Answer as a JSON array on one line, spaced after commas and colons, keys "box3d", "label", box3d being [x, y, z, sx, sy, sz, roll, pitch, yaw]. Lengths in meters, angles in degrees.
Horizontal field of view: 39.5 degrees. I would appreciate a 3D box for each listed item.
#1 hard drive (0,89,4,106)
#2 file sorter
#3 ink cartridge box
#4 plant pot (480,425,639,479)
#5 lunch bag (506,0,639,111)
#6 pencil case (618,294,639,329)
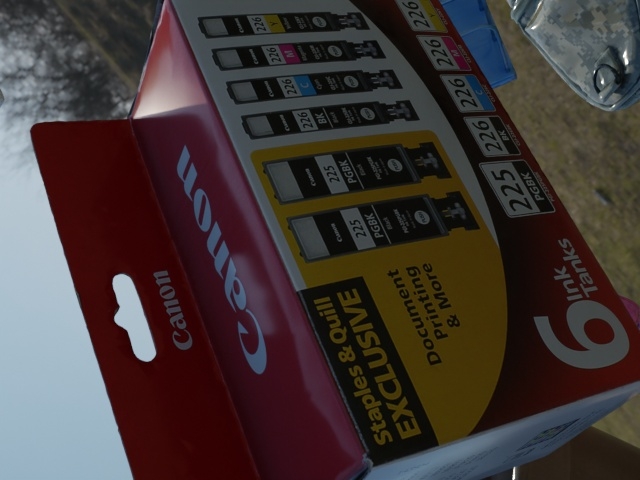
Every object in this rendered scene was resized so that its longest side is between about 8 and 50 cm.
[{"box3d": [-0.648, -0.275, 1.235, 0.353, 0.047, 0.233, -7, -125, -55], "label": "hard drive"}, {"box3d": [0.102, -0.228, 0.873, 0.104, 0.118, 0.170, 46, -155, -62], "label": "file sorter"}, {"box3d": [0.000, 0.000, 0.535, 0.309, 0.271, 0.130, 65, 147, 24], "label": "ink cartridge box"}, {"box3d": [0.279, 0.305, 0.959, 0.229, 0.263, 0.263, 14, -178, -1], "label": "plant pot"}, {"box3d": [0.362, -0.279, 0.917, 0.256, 0.305, 0.212, 67, 159, 11], "label": "lunch bag"}, {"box3d": [0.224, 0.040, 0.891, 0.209, 0.098, 0.095, 44, -163, 17], "label": "pencil case"}]
